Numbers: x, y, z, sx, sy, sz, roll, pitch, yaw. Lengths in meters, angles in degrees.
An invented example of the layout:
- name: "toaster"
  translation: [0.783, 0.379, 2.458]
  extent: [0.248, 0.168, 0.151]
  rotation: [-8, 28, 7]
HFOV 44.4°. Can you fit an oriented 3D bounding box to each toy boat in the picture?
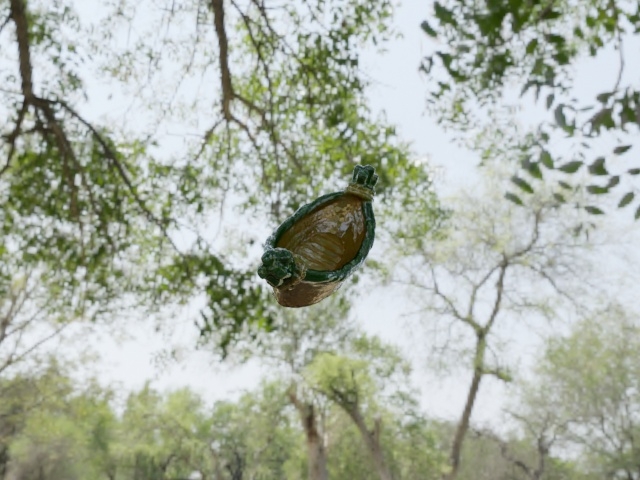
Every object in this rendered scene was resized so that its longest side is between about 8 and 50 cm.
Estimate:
- name: "toy boat"
  translation: [0.000, 0.000, 0.744]
  extent: [0.089, 0.229, 0.088]
  rotation: [25, -55, 12]
